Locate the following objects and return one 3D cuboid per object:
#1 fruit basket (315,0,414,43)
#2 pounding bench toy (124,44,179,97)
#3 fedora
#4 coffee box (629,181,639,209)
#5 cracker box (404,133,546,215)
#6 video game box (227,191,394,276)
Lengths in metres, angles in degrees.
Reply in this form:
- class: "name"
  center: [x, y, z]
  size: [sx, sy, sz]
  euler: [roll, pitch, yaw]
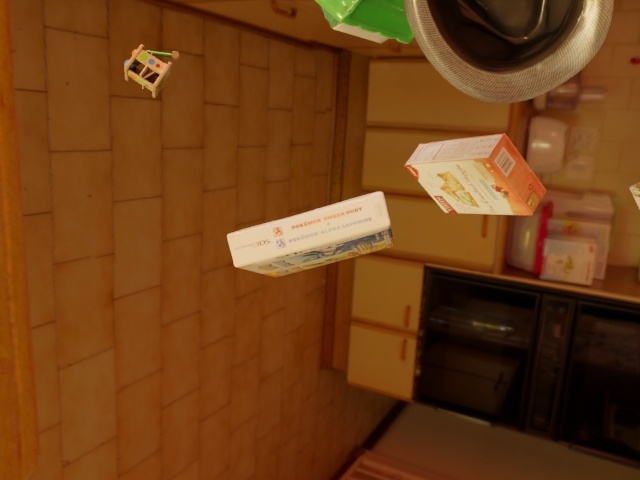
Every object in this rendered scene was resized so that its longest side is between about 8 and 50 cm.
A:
- class: "fruit basket"
  center: [0.041, -0.484, 0.913]
  size: [0.327, 0.353, 0.165]
  euler: [-8, 148, -48]
- class: "pounding bench toy"
  center: [-0.287, -0.301, 0.958]
  size: [0.083, 0.065, 0.052]
  euler: [-61, -168, -15]
- class: "fedora"
  center: [0.245, -0.336, 0.757]
  size: [0.275, 0.244, 0.124]
  euler: [48, 32, -14]
- class: "coffee box"
  center: [0.899, -0.123, 1.354]
  size: [0.098, 0.246, 0.141]
  euler: [-15, 79, -24]
- class: "cracker box"
  center: [0.296, -0.123, 1.105]
  size: [0.156, 0.232, 0.067]
  euler: [43, 73, -25]
- class: "video game box"
  center: [0.000, 0.000, 0.731]
  size: [0.205, 0.187, 0.048]
  euler: [37, 41, -78]
